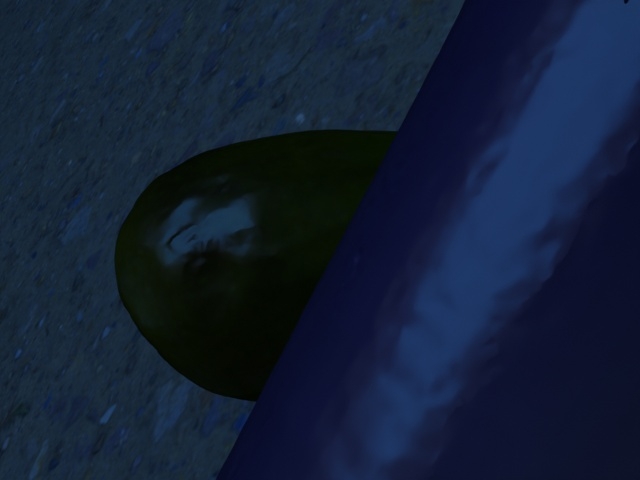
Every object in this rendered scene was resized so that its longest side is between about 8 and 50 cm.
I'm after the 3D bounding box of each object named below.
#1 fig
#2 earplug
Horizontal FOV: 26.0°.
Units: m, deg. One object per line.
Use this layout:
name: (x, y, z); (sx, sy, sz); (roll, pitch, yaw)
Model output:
fig: (-0.005, 0.013, 0.818); (0.234, 0.167, 0.167); (-2, 49, 14)
earplug: (0.043, 0.130, 0.523); (0.455, 0.215, 0.215); (-58, 26, 2)
